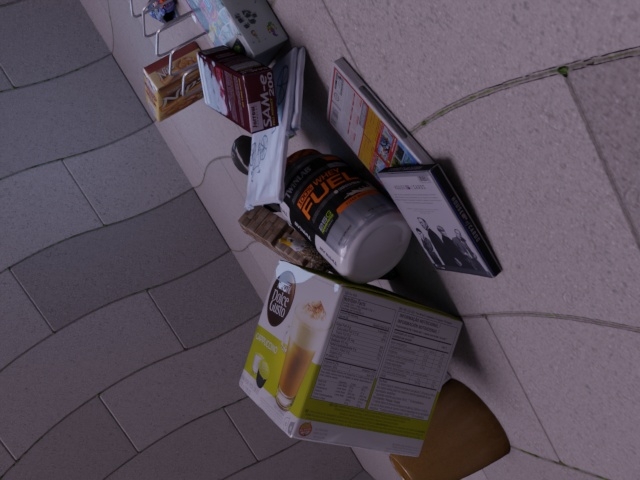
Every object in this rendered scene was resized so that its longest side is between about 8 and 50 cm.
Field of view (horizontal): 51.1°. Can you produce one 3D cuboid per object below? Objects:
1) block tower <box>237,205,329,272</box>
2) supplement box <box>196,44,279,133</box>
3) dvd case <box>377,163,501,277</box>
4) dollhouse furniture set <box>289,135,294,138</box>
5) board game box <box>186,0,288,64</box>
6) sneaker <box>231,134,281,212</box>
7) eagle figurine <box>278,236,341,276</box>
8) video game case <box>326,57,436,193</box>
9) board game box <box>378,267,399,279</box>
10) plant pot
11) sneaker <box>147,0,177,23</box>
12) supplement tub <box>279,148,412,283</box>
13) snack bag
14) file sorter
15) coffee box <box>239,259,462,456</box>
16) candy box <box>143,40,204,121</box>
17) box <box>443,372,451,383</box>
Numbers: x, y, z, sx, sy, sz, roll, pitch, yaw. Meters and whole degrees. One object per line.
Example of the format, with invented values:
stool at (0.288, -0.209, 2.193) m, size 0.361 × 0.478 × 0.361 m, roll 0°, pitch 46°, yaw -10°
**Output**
block tower at (-0.106, 0.000, 2.076) m, size 0.336 × 0.097 × 0.091 m, roll 34°, pitch 167°, yaw 20°
supplement box at (-0.182, -0.333, 1.457) m, size 0.239 × 0.073 × 0.130 m, roll 39°, pitch 143°, yaw 47°
dvd case at (0.217, -0.037, 1.245) m, size 0.238 × 0.030 × 0.179 m, roll 56°, pitch 161°, yaw -18°
dollhouse furniture set at (-0.116, -0.309, 1.792) m, size 0.076 × 0.059 × 0.151 m, roll 57°, pitch -174°, yaw -31°
board game box at (-0.212, -0.531, 1.503) m, size 0.303 × 0.098 × 0.224 m, roll 59°, pitch 164°, yaw -6°
sneaker at (-0.161, -0.200, 2.034) m, size 0.130 × 0.109 × 0.286 m, roll 21°, pitch 151°, yaw 55°
eagle figurine at (-0.008, -0.003, 1.801) m, size 0.226 × 0.298 × 0.225 m, roll 8°, pitch 170°, yaw 32°
video game case at (0.109, -0.198, 1.320) m, size 0.285 × 0.025 × 0.204 m, roll 52°, pitch 164°, yaw 16°
board game box at (0.129, 0.044, 1.743) m, size 0.126 × 0.026 × 0.186 m, roll 58°, pitch 165°, yaw -6°
plant pot at (0.312, 0.528, 1.732) m, size 0.237 × 0.254 × 0.237 m, roll 51°, pitch 163°, yaw 23°
sneaker at (-0.463, -0.715, 1.965) m, size 0.087 × 0.083 × 0.221 m, roll 40°, pitch 167°, yaw 10°
supplement tub at (0.038, -0.065, 1.490) m, size 0.316 × 0.194 × 0.193 m, roll 44°, pitch 160°, yaw 38°
snack bag at (-0.108, -0.239, 1.531) m, size 0.323 × 0.037 × 0.342 m, roll 180°, pitch 96°, yaw -70°
file sorter at (-0.359, -0.553, 1.763) m, size 0.277 × 0.173 × 0.193 m, roll 57°, pitch 164°, yaw 0°
coffee box at (0.059, 0.262, 1.557) m, size 0.338 × 0.334 × 0.338 m, roll 18°, pitch 180°, yaw -28°
candy box at (-0.469, -0.507, 2.168) m, size 0.087 × 0.183 × 0.316 m, roll 56°, pitch 165°, yaw -1°
box at (0.229, 0.389, 1.797) m, size 0.114 × 0.203 × 0.103 m, roll 54°, pitch 165°, yaw 11°
